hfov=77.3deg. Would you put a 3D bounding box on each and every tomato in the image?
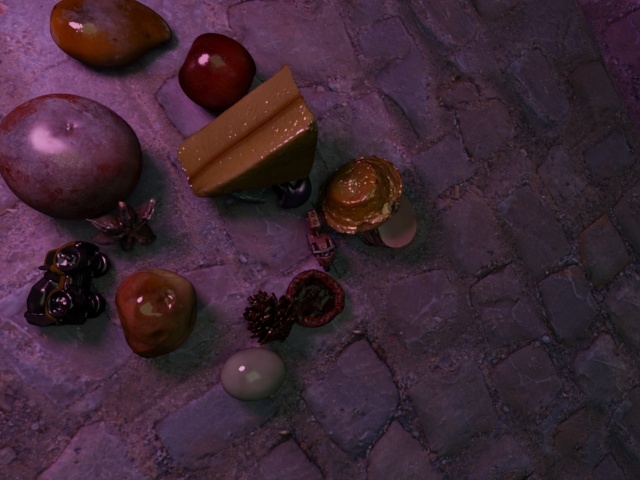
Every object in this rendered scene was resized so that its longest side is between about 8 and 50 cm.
[{"bbox_3d":[-0.624,-0.208,1.010,0.317,0.283,0.315,8,70,-21],"label":"tomato"}]

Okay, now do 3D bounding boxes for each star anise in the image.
[{"bbox_3d":[-0.521,-0.029,1.066,0.172,0.208,0.063,-12,61,-30],"label":"star anise"}]

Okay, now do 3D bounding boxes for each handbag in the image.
[{"bbox_3d":[0.217,-0.070,1.370,0.180,0.116,0.204,-23,93,-20],"label":"handbag"}]

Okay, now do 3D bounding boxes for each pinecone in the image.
[{"bbox_3d":[-0.154,0.227,1.196,0.174,0.174,0.173,2,84,-19],"label":"pinecone"}]

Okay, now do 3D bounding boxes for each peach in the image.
[{"bbox_3d":[-0.436,0.196,1.067,0.215,0.214,0.235,4,90,-19],"label":"peach"}]

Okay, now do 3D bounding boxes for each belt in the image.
[{"bbox_3d":[-0.241,-0.194,1.240,0.163,0.082,0.147,7,86,-18],"label":"belt"}]

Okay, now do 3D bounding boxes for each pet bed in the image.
[{"bbox_3d":[-0.020,0.188,1.295,0.202,0.053,0.200,2,81,-14],"label":"pet bed"}]

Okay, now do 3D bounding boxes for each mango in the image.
[{"bbox_3d":[-0.582,-0.597,1.129,0.317,0.146,0.192,-24,97,-30],"label":"mango"}]

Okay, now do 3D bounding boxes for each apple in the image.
[{"bbox_3d":[-0.301,-0.488,1.177,0.202,0.218,0.218,21,78,-20],"label":"apple"}]

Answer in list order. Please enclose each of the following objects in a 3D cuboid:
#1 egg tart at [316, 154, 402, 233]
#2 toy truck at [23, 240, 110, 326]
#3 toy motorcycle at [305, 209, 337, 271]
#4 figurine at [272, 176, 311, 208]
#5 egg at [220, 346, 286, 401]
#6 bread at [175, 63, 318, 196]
[{"bbox_3d":[0.117,-0.160,1.271,0.295,0.116,0.294,-7,66,17],"label":"egg tart"},{"bbox_3d":[-0.664,0.111,1.037,0.166,0.147,0.223,3,80,3],"label":"toy truck"},{"bbox_3d":[0.000,0.000,1.284,0.084,0.118,0.212,-17,90,-6],"label":"toy motorcycle"},{"bbox_3d":[-0.089,-0.210,1.269,0.146,0.145,0.221,-2,84,-20],"label":"figurine"},{"bbox_3d":[-0.192,0.386,1.161,0.193,0.149,0.149,2,84,-27],"label":"egg"},{"bbox_3d":[-0.218,-0.273,1.093,0.362,0.244,0.233,-19,68,-13],"label":"bread"}]
